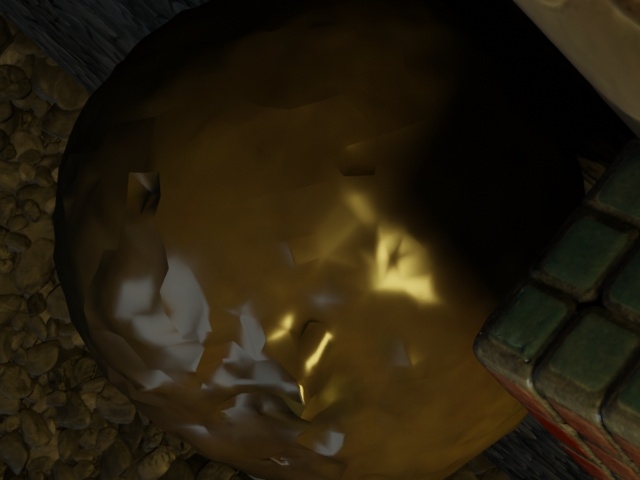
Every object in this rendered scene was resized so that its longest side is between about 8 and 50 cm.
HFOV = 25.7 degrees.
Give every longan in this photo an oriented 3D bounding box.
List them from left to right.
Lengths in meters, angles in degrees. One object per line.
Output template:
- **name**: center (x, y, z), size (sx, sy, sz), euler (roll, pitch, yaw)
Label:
- **longan**: center (0.000, 0.000, 1.016), size (0.391, 0.391, 0.391), euler (39, 172, 7)

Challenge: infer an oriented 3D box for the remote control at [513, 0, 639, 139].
- **remote control**: center (0.160, -0.115, 0.529), size (0.332, 0.103, 0.221), euler (48, 155, 6)

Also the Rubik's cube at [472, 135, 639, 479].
- **Rubik's cube**: center (0.265, 0.061, 0.696), size (0.237, 0.237, 0.238), euler (29, 165, 47)
